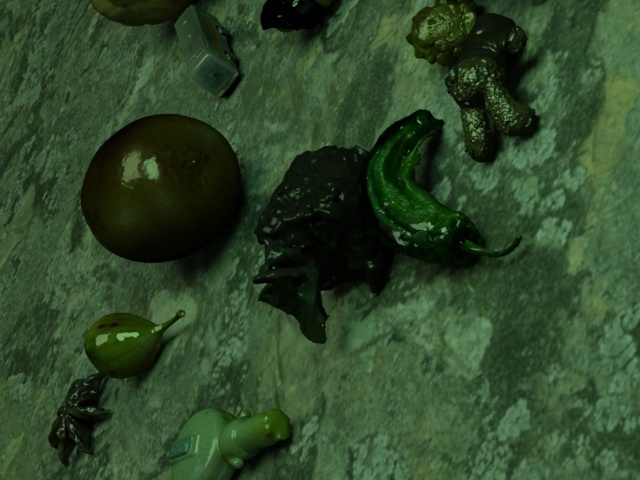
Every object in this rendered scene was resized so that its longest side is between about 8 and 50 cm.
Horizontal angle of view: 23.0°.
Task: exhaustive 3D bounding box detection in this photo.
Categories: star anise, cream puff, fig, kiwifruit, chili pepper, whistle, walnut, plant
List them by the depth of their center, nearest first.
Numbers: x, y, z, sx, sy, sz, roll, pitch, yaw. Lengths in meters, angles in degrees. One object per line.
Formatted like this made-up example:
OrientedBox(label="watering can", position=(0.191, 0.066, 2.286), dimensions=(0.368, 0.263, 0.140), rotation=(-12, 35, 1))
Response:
OrientedBox(label="chili pepper", position=(0.111, -0.035, 1.606), dimensions=(0.122, 0.065, 0.279), rotation=(-37, 39, 8))
OrientedBox(label="plant", position=(0.000, 0.000, 1.685), dimensions=(0.131, 0.142, 0.203), rotation=(-3, 60, 42))
OrientedBox(label="cream puff", position=(0.138, -0.232, 1.734), dimensions=(0.058, 0.083, 0.083), rotation=(30, -110, -74))
OrientedBox(label="whistle", position=(-0.106, 0.227, 1.766), dimensions=(0.198, 0.057, 0.104), rotation=(-29, 44, 49))
OrientedBox(label="fig", position=(-0.234, 0.138, 2.048), dimensions=(0.166, 0.093, 0.093), rotation=(-1, 65, 39))
OrientedBox(label="kiwifruit", position=(-0.212, -0.064, 2.049), dimensions=(0.234, 0.196, 0.196), rotation=(-21, 50, 52))
OrientedBox(label="star anise", position=(-0.336, 0.243, 2.164), dimensions=(0.141, 0.042, 0.141), rotation=(-42, 34, 38))
OrientedBox(label="walnut", position=(-0.272, -0.464, 2.450), dimensions=(0.257, 0.224, 0.257), rotation=(-7, 53, 10))

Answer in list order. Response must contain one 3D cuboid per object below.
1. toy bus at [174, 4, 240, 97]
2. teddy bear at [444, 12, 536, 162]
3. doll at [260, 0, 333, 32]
OrientedBox(label="toy bus", position=(-0.163, -0.273, 2.261), dimensions=(0.057, 0.072, 0.172), rotation=(-48, 32, 20))
OrientedBox(label="teddy bear", position=(0.164, -0.167, 1.607), dimensions=(0.119, 0.078, 0.160), rotation=(-39, 38, 45))
OrientedBox(label="doll", position=(-0.018, -0.356, 2.079), dimensions=(0.248, 0.088, 0.127), rotation=(-83, 11, -48))
